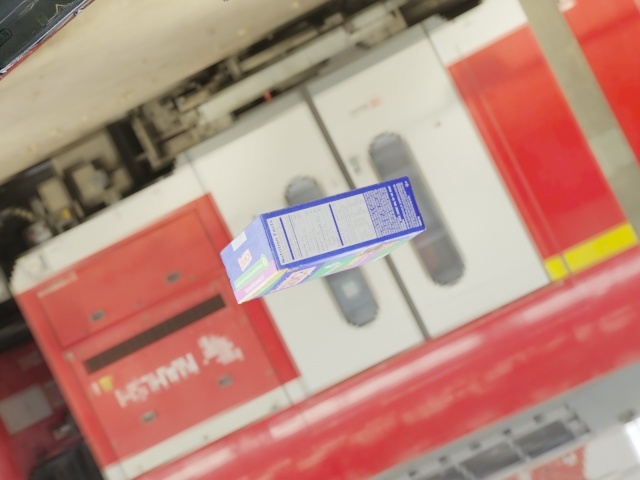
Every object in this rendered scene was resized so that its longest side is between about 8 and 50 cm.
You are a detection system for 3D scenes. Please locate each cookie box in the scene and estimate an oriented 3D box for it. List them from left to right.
[{"bbox_3d":[0.000,0.000,0.871,0.107,0.040,0.092,-16,171,-23],"label":"cookie box"}]

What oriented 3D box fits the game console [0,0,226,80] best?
[{"bbox_3d":[-0.130,-0.176,0.610,0.361,0.213,0.044,-30,-172,36],"label":"game console"}]
